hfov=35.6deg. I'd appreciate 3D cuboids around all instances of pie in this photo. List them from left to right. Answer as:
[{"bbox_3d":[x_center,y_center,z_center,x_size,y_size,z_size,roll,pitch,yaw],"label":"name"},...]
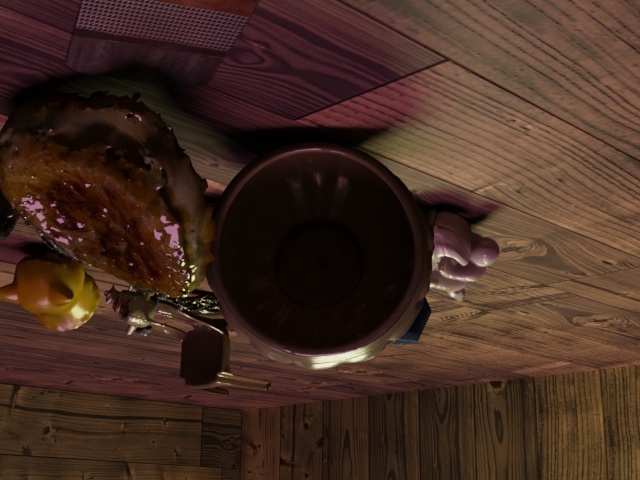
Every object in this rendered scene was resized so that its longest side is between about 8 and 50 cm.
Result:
[{"bbox_3d":[-0.257,-0.044,1.230,0.288,0.103,0.355,24,145,17],"label":"pie"}]

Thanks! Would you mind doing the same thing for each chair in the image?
[{"bbox_3d":[-0.289,0.258,2.370,0.175,0.183,0.326,-15,158,42],"label":"chair"}]

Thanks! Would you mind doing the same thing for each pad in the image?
[{"bbox_3d":[-0.098,-0.184,1.060,0.323,0.055,0.250,23,158,-13],"label":"pad"}]

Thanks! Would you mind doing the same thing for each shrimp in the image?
[{"bbox_3d":[-0.216,0.129,2.171,0.217,0.051,0.150,5,162,-44],"label":"shrimp"}]

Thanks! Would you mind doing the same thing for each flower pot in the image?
[{"bbox_3d":[0.001,0.027,1.369,0.307,0.308,0.244,0,171,1],"label":"flower pot"}]

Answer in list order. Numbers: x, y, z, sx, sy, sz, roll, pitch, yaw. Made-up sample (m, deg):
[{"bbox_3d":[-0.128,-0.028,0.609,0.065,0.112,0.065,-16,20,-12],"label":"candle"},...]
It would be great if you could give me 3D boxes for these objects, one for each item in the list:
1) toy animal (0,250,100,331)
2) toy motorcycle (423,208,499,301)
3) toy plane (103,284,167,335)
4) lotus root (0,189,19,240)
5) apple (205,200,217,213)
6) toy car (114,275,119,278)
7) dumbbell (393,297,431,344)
[{"bbox_3d":[-0.507,0.099,1.908,0.156,0.156,0.230,-2,167,8],"label":"toy animal"},{"bbox_3d":[0.191,0.026,1.687,0.222,0.108,0.341,3,158,13],"label":"toy motorcycle"},{"bbox_3d":[-0.344,0.112,1.861,0.108,0.092,0.286,25,-175,-5],"label":"toy plane"},{"bbox_3d":[-0.563,-0.039,1.387,0.313,0.210,0.142,12,153,7],"label":"lotus root"},{"bbox_3d":[-0.176,-0.008,1.588,0.126,0.102,0.126,6,164,2],"label":"apple"},{"bbox_3d":[-0.326,0.035,1.796,0.080,0.071,0.170,11,160,-34],"label":"toy car"},{"bbox_3d":[0.084,0.165,2.111,0.143,0.157,0.316,-25,-178,-37],"label":"dumbbell"}]
